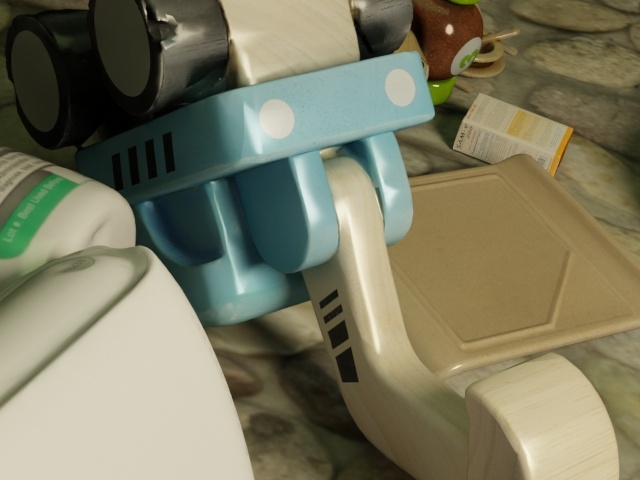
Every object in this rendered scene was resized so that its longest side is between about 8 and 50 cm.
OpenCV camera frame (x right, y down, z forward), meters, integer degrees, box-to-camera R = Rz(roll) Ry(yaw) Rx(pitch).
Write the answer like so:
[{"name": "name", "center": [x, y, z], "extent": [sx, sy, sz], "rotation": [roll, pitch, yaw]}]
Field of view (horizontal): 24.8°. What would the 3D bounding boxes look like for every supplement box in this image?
[{"name": "supplement box", "center": [0.182, -0.096, 1.373], "extent": [0.098, 0.036, 0.062], "rotation": [23, 37, 10]}]

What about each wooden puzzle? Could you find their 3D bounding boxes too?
[{"name": "wooden puzzle", "center": [0.129, 0.021, 1.201], "extent": [0.238, 0.044, 0.221], "rotation": [-14, 45, -27]}]

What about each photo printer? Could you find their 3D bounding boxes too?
[{"name": "photo printer", "center": [-0.138, 0.164, 0.736], "extent": [0.107, 0.256, 0.307], "rotation": [-1, 26, 30]}]

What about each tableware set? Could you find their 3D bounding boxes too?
[{"name": "tableware set", "center": [0.108, -0.229, 1.522], "extent": [0.194, 0.039, 0.128], "rotation": [28, 38, 17]}]

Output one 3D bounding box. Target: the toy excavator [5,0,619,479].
[{"name": "toy excavator", "center": [0.000, 0.000, 1.044], "extent": [0.222, 0.445, 0.433], "rotation": [-18, 4, -34]}]

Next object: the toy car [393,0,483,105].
[{"name": "toy car", "center": [0.075, -0.159, 1.334], "extent": [0.148, 0.155, 0.188], "rotation": [12, 46, -4]}]

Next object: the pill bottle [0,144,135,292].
[{"name": "pill bottle", "center": [-0.318, 0.003, 0.918], "extent": [0.361, 0.204, 0.204], "rotation": [21, 36, 7]}]
